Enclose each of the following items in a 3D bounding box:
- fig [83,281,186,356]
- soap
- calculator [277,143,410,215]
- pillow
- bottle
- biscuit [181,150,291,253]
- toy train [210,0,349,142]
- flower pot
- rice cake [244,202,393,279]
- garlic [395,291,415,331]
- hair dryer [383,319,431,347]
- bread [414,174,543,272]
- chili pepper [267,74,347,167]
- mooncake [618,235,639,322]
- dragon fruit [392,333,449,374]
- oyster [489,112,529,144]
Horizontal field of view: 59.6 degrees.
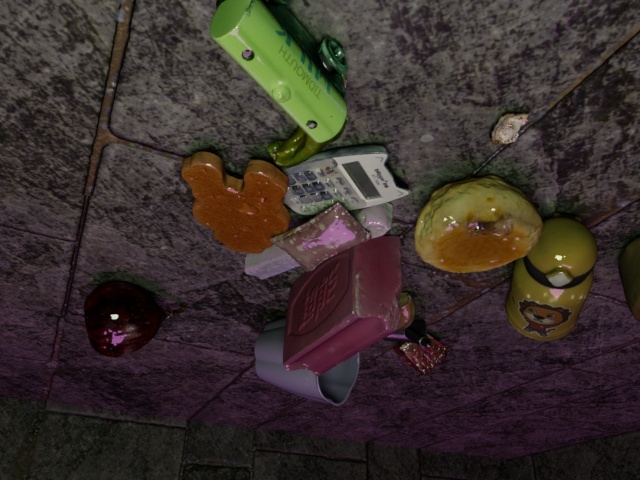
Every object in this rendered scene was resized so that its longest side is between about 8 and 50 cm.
[{"bbox_3d":[-0.486,0.205,1.469,0.249,0.186,0.204,-1,131,-10],"label":"fig"},{"bbox_3d":[0.046,0.151,1.306,0.128,0.233,0.359,18,144,-22],"label":"soap"},{"bbox_3d":[0.025,-0.107,1.067,0.268,0.040,0.177,-12,146,22],"label":"calculator"},{"bbox_3d":[0.000,0.000,1.132,0.185,0.043,0.118,-29,120,30],"label":"pillow"},{"bbox_3d":[0.508,0.081,1.235,0.171,0.171,0.351,-6,147,11],"label":"bottle"},{"bbox_3d":[-0.160,-0.068,1.118,0.202,0.047,0.334,7,151,2],"label":"biscuit"},{"bbox_3d":[-0.048,-0.241,0.738,0.105,0.157,0.253,-21,140,28],"label":"toy train"},{"bbox_3d":[-0.048,0.334,1.604,0.243,0.265,0.265,-6,149,29],"label":"flower pot"},{"bbox_3d":[-0.019,0.005,1.223,0.399,0.070,0.064,-21,138,31],"label":"rice cake"},{"bbox_3d":[0.187,0.202,1.531,0.195,0.087,0.101,-20,129,36],"label":"garlic"},{"bbox_3d":[0.248,0.261,1.547,0.128,0.070,0.255,6,178,-4],"label":"hair dryer"},{"bbox_3d":[0.298,-0.036,1.090,0.244,0.134,0.244,-1,146,-1],"label":"bread"},{"bbox_3d":[-0.007,-0.180,0.916,0.073,0.072,0.204,25,142,-30],"label":"chili pepper"},{"bbox_3d":[0.811,0.070,1.222,0.284,0.155,0.284,2,147,1],"label":"mooncake"},{"bbox_3d":[0.313,0.344,1.771,0.127,0.120,0.161,-38,179,-10],"label":"dragon fruit"},{"bbox_3d":[0.313,-0.190,0.943,0.054,0.019,0.083,5,146,-10],"label":"oyster"}]
